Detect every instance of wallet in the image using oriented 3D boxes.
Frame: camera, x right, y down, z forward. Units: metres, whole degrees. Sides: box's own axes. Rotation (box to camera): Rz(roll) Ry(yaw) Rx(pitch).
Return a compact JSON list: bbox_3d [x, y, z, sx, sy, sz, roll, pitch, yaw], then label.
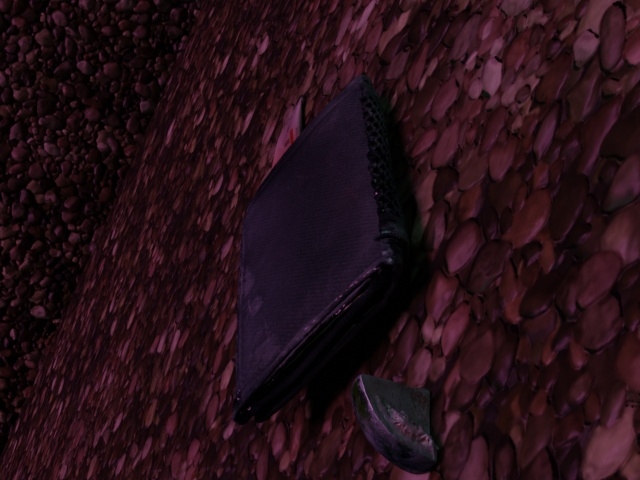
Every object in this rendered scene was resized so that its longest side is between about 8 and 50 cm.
[{"bbox_3d":[0.000,0.000,0.993,0.237,0.075,0.342,-51,23,27],"label":"wallet"}]

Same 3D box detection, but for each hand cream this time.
[{"bbox_3d":[-0.041,-0.111,1.284,0.052,0.038,0.216,-28,32,20],"label":"hand cream"}]

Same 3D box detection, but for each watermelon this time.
[{"bbox_3d":[0.064,0.133,0.734,0.061,0.085,0.085,-43,12,-19],"label":"watermelon"}]
